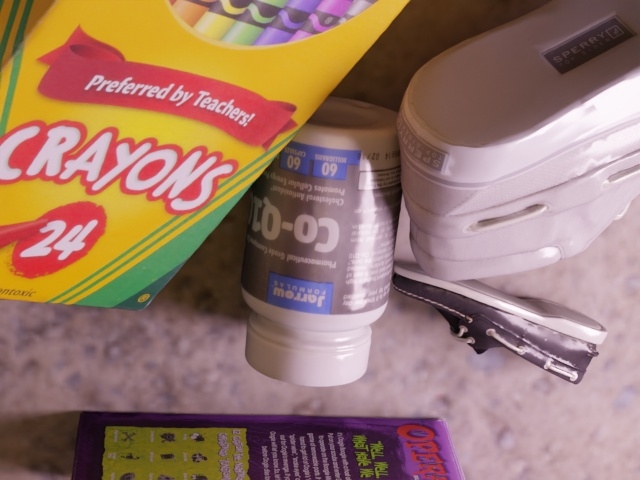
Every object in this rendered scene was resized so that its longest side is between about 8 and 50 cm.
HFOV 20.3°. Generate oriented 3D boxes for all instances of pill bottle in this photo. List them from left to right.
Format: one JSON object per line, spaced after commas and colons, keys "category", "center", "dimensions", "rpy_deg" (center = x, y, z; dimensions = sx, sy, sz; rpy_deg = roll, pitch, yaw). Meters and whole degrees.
{"category": "pill bottle", "center": [0.000, 0.000, 0.918], "dimensions": [0.078, 0.078, 0.137], "rpy_deg": [5, 107, -6]}

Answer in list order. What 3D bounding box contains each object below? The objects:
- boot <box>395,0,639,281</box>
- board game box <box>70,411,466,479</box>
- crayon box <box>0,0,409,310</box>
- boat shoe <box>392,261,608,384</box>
{"category": "boot", "center": [0.153, -0.069, 0.913], "dimensions": [0.258, 0.095, 0.123], "rpy_deg": [-22, 146, -14]}
{"category": "board game box", "center": [-0.019, 0.173, 0.832], "dimensions": [0.208, 0.347, 0.056], "rpy_deg": [-2, 109, -3]}
{"category": "crayon box", "center": [-0.071, -0.105, 0.789], "dimensions": [0.318, 0.081, 0.202], "rpy_deg": [-49, 150, 22]}
{"category": "boat shoe", "center": [0.092, 0.044, 0.959], "dimensions": [0.125, 0.046, 0.038], "rpy_deg": [18, 101, -19]}
